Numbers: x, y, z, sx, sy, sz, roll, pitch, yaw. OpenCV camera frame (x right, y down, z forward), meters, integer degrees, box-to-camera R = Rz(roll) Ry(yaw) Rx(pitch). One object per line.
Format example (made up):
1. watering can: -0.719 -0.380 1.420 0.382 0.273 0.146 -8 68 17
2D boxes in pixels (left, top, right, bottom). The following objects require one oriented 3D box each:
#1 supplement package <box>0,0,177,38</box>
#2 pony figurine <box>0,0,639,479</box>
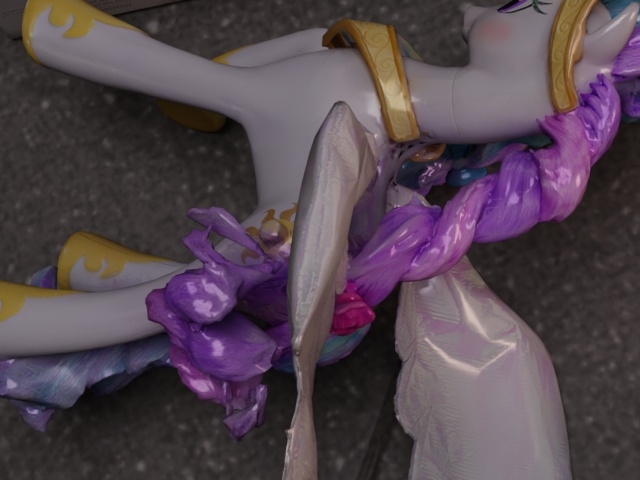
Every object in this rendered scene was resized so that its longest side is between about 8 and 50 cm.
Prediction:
1. supplement package: -0.094 -0.261 0.836 0.262 0.145 0.204 -10 72 8
2. pony figurine: 0.000 0.000 0.694 0.363 0.303 0.351 -3 63 26
